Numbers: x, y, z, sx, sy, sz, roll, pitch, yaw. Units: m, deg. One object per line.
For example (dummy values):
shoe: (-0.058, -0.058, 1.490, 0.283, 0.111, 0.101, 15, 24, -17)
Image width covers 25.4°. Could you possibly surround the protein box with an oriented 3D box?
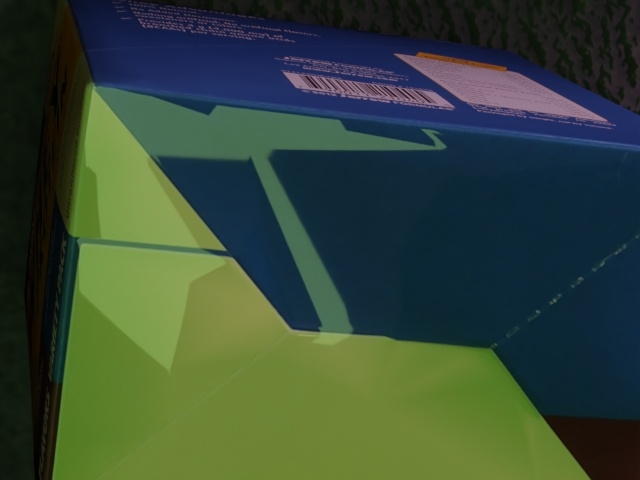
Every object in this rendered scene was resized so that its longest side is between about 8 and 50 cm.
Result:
protein box: (0.000, 0.000, 0.516, 0.199, 0.201, 0.136, 5, 105, -14)
